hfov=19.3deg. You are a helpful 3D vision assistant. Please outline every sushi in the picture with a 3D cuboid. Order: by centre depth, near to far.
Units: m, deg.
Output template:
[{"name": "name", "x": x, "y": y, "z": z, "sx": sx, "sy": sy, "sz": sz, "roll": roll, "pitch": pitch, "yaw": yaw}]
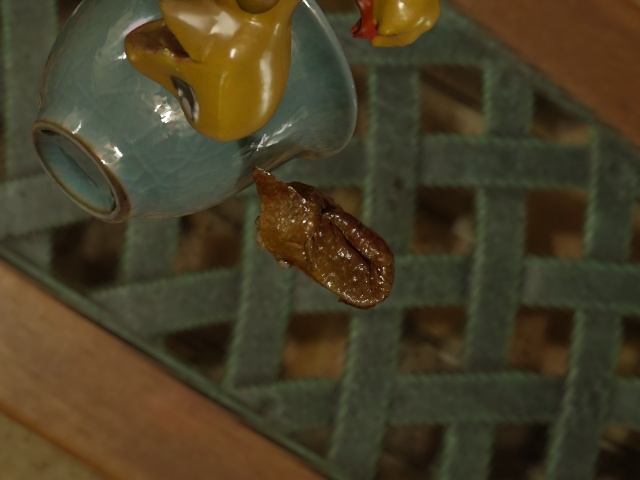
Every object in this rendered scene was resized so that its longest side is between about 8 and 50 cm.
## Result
[{"name": "sushi", "x": 0.000, "y": 0.000, "z": 1.083, "sx": 0.055, "sy": 0.052, "sz": 0.120, "roll": 20, "pitch": 174, "yaw": 39}]

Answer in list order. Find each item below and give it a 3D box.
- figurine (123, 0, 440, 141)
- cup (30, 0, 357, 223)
[{"name": "figurine", "x": -0.008, "y": -0.113, "z": 0.826, "sx": 0.122, "sy": 0.121, "sz": 0.176, "roll": 23, "pitch": 126, "yaw": -9}, {"name": "cup", "x": -0.099, "y": -0.086, "z": 1.158, "sx": 0.199, "sy": 0.150, "sz": 0.199, "roll": 35, "pitch": 153, "yaw": 21}]
